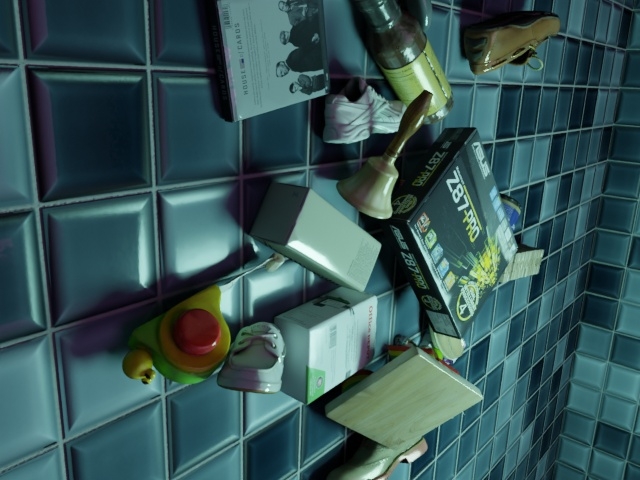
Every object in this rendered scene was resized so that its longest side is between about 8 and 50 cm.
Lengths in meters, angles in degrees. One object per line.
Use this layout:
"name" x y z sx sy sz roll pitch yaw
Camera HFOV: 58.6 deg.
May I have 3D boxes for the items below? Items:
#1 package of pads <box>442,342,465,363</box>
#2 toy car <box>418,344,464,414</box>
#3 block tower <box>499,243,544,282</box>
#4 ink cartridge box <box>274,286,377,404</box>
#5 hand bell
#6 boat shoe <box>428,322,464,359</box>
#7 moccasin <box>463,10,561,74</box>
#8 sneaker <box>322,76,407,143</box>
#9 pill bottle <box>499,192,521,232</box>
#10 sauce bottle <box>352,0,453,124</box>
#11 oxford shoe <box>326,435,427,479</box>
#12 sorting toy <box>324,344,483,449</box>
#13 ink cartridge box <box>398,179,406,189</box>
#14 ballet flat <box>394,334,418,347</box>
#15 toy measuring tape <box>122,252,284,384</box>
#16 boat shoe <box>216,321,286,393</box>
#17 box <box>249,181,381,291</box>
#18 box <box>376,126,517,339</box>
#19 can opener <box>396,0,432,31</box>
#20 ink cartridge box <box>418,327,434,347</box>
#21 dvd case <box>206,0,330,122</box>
"package of pads" 0.389 0.325 1.691 0.083 0.050 0.032 -43 132 -35
"toy car" 0.278 0.373 1.432 0.155 0.188 0.149 8 122 -53
"block tower" 0.633 0.070 1.877 0.335 0.097 0.091 -6 107 -52
"ink cartridge box" 0.014 0.201 1.146 0.219 0.092 0.160 -19 117 -48
"hand bell" 0.138 -0.174 1.075 0.126 0.126 0.242 -8 135 -50
"boat shoe" 0.350 0.200 1.532 0.109 0.098 0.302 -45 125 -44
"moccasin" 0.512 -0.516 1.496 0.380 0.139 0.147 -33 127 -41
"sneaker" 0.094 -0.260 1.103 0.232 0.090 0.115 -27 118 -45
"pill bottle" 0.483 -0.019 1.637 0.123 0.122 0.219 41 70 -49
"sauce bottle" 0.166 -0.373 1.134 0.344 0.111 0.111 46 66 -48
"oxford shoe" 0.126 0.510 1.402 0.348 0.123 0.130 -9 83 -49
"sorting toy" 0.180 0.336 1.278 0.257 0.089 0.255 -39 126 21
"ink cartridge box" 0.225 -0.071 1.350 0.099 0.056 0.135 0 101 -50
"ballet flat" 0.233 0.277 1.489 0.114 0.041 0.041 34 75 -51
"toy measuring tape" -0.154 0.130 0.891 0.330 0.121 0.121 -30 124 -42
"boat shoe" -0.104 0.178 0.916 0.277 0.098 0.096 157 -57 -87
"box" 0.000 0.000 1.063 0.275 0.094 0.113 36 73 -50
"box" 0.312 -0.012 1.336 0.318 0.097 0.395 -51 129 -28
"can opener" 0.146 -0.532 1.082 0.074 0.093 0.280 -54 133 -23
"ink cartridge box" 0.299 0.293 1.585 0.083 0.028 0.048 -60 139 -19
"dvd case" -0.073 -0.306 0.924 0.238 0.029 0.179 -29 123 -42
